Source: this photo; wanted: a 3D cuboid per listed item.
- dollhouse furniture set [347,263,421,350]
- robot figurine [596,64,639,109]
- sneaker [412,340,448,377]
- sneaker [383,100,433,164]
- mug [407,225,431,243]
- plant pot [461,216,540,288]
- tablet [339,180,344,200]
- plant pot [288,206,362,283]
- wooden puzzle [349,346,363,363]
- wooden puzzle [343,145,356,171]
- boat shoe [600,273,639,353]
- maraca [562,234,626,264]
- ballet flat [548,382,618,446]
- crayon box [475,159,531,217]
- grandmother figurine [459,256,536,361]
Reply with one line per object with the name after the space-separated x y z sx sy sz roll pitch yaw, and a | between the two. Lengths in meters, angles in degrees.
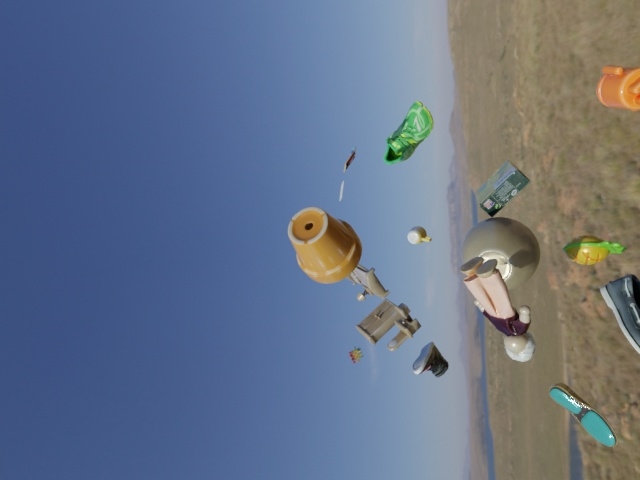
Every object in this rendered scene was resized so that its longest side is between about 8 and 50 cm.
0.163 0.213 1.708 0.356 0.174 0.303 54 169 -28 | dollhouse furniture set
0.967 -0.479 1.433 0.219 0.158 0.128 -90 6 -70 | robot figurine
0.537 0.600 2.174 0.147 0.104 0.295 50 -155 9 | sneaker
0.314 -0.373 1.651 0.123 0.109 0.295 -36 -17 -29 | sneaker
0.334 -0.017 1.554 0.064 0.078 0.062 -19 -88 -64 | mug
0.654 0.072 1.681 0.191 0.284 0.284 -30 -64 -59 | plant pot
0.096 -0.225 2.060 0.054 0.006 0.083 117 161 -73 | tablet
0.000 0.000 1.363 0.188 0.205 0.205 50 -140 -53 | plant pot
0.141 0.451 1.790 0.006 0.049 0.083 -122 8 -59 | wooden puzzle
0.096 -0.259 1.462 0.079 0.014 0.116 -61 -4 -3 | wooden puzzle
0.866 0.216 1.208 0.116 0.099 0.319 30 -146 -19 | boat shoe
0.923 0.030 1.537 0.127 0.185 0.099 18 -107 -32 | maraca
0.853 0.548 1.461 0.073 0.232 0.080 -10 -44 -43 | ballet flat
0.765 -0.229 1.926 0.081 0.202 0.318 42 -156 0 | crayon box
0.527 0.210 1.328 0.342 0.104 0.208 58 174 -14 | grandmother figurine
